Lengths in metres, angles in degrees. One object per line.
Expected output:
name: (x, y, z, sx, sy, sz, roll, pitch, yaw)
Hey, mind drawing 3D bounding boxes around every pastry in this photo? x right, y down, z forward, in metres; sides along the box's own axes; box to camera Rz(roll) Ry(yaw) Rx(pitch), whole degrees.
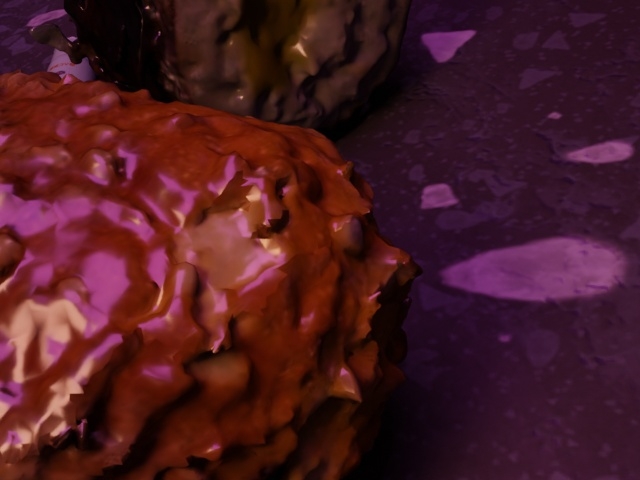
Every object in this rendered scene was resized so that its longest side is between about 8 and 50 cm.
pastry: (-0.151, 0.081, 0.584, 0.405, 0.292, 0.337, 10, 58, 16)

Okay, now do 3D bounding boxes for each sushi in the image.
sushi: (-0.091, -0.241, 0.901, 0.281, 0.299, 0.294, 1, 26, -39)

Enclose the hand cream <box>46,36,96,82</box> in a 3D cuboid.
hand cream: (-0.284, -0.111, 1.022, 0.085, 0.058, 0.331, -3, 46, -5)
